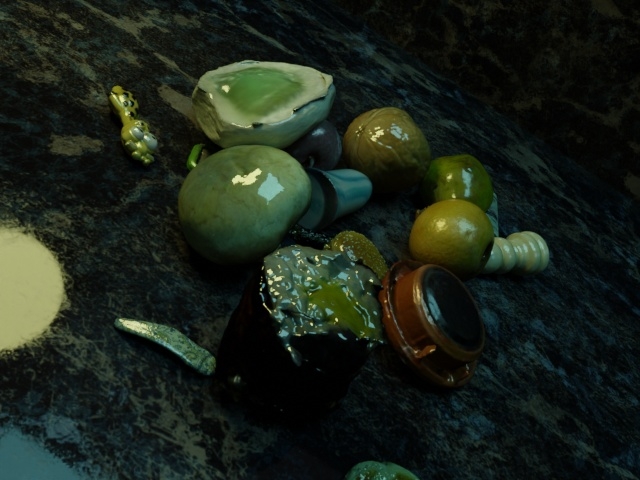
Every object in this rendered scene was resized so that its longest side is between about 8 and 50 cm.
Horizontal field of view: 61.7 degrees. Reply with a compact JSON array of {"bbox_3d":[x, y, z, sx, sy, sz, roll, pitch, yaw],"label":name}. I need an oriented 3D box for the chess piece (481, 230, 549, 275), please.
[{"bbox_3d":[0.641,0.048,1.882,0.300,0.167,0.167,0,48,-31],"label":"chess piece"}]

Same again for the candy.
[{"bbox_3d":[-0.148,-0.385,1.532,0.386,0.186,0.427,33,52,33],"label":"candy"}]

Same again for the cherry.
[{"bbox_3d":[-0.052,-0.302,1.710,0.236,0.213,0.285,22,29,-26],"label":"cherry"}]

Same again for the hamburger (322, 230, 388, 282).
[{"bbox_3d":[0.099,0.080,1.464,0.189,0.122,0.215,9,46,-34],"label":"hamburger"}]

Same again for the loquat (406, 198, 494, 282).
[{"bbox_3d":[0.395,-0.005,1.654,0.275,0.275,0.275,20,38,-17],"label":"loquat"}]

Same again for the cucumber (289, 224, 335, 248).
[{"bbox_3d":[0.000,0.000,1.545,0.181,0.053,0.053,18,39,-24],"label":"cucumber"}]

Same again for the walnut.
[{"bbox_3d":[0.232,-0.307,1.866,0.333,0.333,0.333,20,38,-17],"label":"walnut"}]

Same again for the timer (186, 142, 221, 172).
[{"bbox_3d":[-0.319,-0.219,1.556,0.128,0.047,0.140,23,38,-16],"label":"timer"}]

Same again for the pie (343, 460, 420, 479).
[{"bbox_3d":[0.133,0.538,1.029,0.240,0.054,0.240,18,39,-15],"label":"pie"}]

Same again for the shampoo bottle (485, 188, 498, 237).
[{"bbox_3d":[0.634,-0.118,2.119,0.134,0.078,0.359,25,37,-1],"label":"shampoo bottle"}]

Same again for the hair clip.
[{"bbox_3d":[-0.310,0.208,1.088,0.229,0.036,0.066,28,30,-7],"label":"hair clip"}]

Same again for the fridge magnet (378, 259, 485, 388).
[{"bbox_3d":[0.303,0.209,1.420,0.364,0.155,0.363,27,44,-30],"label":"fridge magnet"}]

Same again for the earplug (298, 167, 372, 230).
[{"bbox_3d":[0.061,-0.150,1.662,0.185,0.185,0.324,46,34,17],"label":"earplug"}]

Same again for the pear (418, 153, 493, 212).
[{"bbox_3d":[0.493,-0.189,1.957,0.269,0.269,0.321,27,36,-8],"label":"pear"}]

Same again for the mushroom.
[{"bbox_3d":[-0.181,-0.088,1.317,0.352,0.352,0.260,-87,158,-49],"label":"mushroom"}]

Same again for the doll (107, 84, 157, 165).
[{"bbox_3d":[-0.527,-0.325,1.489,0.117,0.086,0.291,33,24,-56],"label":"doll"}]

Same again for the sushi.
[{"bbox_3d":[-0.044,0.189,1.090,0.299,0.294,0.281,5,44,-31],"label":"sushi"}]
